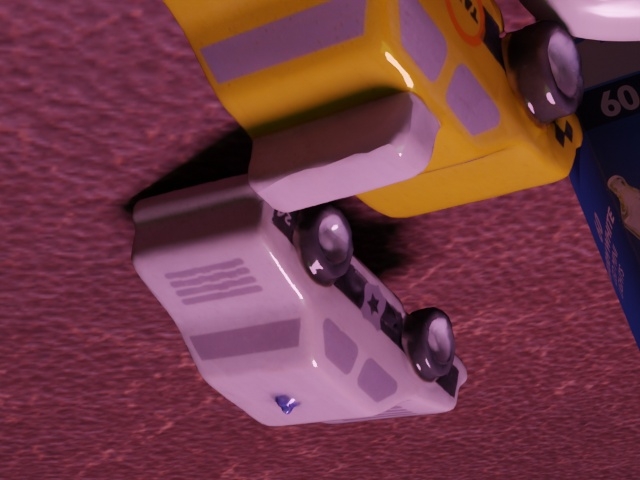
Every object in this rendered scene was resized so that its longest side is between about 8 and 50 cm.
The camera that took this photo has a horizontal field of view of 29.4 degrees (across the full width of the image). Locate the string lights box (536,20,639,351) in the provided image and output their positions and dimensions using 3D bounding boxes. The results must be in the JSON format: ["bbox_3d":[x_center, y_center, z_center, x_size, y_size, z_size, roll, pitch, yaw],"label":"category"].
[{"bbox_3d":[0.188,0.012,0.477,0.133,0.259,0.077,-18,150,4],"label":"string lights box"}]

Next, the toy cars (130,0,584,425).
[{"bbox_3d":[0.000,0.000,0.494,0.176,0.087,0.393,13,148,1],"label":"toy cars"}]

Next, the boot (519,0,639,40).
[{"bbox_3d":[0.195,-0.148,0.393,0.244,0.088,0.176,-4,147,-11],"label":"boot"}]
